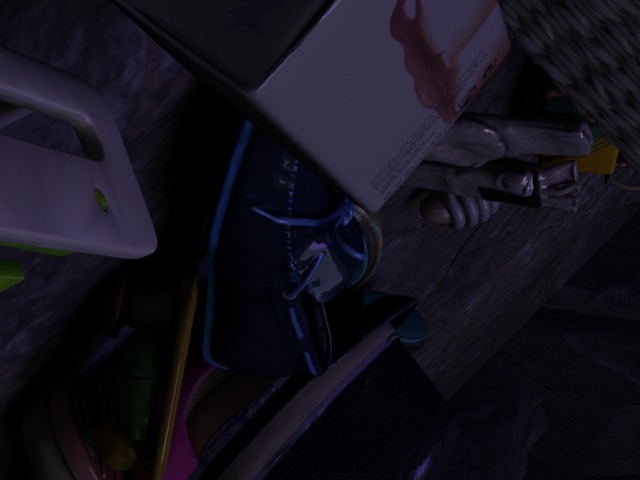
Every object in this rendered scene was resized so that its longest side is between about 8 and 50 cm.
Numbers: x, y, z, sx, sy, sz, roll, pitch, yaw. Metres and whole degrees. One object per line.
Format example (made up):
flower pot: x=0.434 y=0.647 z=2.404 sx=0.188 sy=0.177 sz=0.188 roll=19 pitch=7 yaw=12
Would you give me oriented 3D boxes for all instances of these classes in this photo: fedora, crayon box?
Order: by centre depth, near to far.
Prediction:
fedora: x=0.013 y=0.210 z=1.480 sx=0.334 sy=0.152 sz=0.334 roll=-45 pitch=170 yaw=-10
crayon box: x=0.252 y=-0.185 z=1.540 sx=0.318 sy=0.081 sz=0.202 roll=65 pitch=28 yaw=-75

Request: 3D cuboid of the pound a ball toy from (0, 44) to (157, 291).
pound a ball toy: x=-0.228 y=-0.021 z=0.668 sx=0.208 sy=0.136 sz=0.319 roll=-25 pitch=171 yaw=12

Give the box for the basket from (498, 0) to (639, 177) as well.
basket: x=0.330 y=-0.245 z=1.236 sx=0.331 sy=0.328 sz=0.266 roll=-46 pitch=-173 yaw=-15

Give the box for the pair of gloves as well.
pair of gloves: x=0.153 y=-0.074 z=1.534 sx=0.240 sy=0.204 sz=0.042 roll=66 pitch=31 yaw=-75

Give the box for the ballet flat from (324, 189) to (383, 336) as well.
ballet flat: x=0.000 y=0.000 z=1.451 sx=0.123 sy=0.123 sz=0.348 roll=-44 pitch=165 yaw=-21

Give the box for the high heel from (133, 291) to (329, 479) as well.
high heel: x=-0.076 y=0.137 z=1.365 sx=0.244 sy=0.117 sz=0.082 roll=-67 pitch=157 yaw=-48

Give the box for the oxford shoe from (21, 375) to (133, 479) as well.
oxford shoe: x=-0.219 y=0.255 z=1.385 sx=0.146 sy=0.140 sz=0.397 roll=-11 pitch=142 yaw=-4

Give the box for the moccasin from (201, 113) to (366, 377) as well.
moccasin: x=-0.018 y=-0.011 z=1.224 sx=0.342 sy=0.116 sz=0.138 roll=98 pitch=6 yaw=-59

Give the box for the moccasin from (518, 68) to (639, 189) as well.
moccasin: x=0.328 y=-0.139 z=1.824 sx=0.380 sy=0.139 sz=0.147 roll=159 pitch=-65 yaw=-68

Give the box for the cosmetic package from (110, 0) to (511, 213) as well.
cosmetic package: x=-0.013 y=-0.124 z=0.760 sx=0.129 sy=0.153 sz=0.296 roll=-50 pitch=168 yaw=1

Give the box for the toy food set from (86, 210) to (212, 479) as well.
toy food set: x=-0.138 y=0.084 z=1.245 sx=0.128 sy=0.071 sz=0.218 roll=130 pitch=-30 yaw=-82

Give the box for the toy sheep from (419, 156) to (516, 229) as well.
toy sheep: x=0.171 y=-0.060 z=1.844 sx=0.132 sy=0.091 sz=0.091 roll=-27 pitch=162 yaw=-9

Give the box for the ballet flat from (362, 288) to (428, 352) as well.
ballet flat: x=0.034 y=0.107 z=1.887 sx=0.096 sy=0.095 sz=0.280 roll=-42 pitch=158 yaw=15

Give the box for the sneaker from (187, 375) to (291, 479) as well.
sneaker: x=-0.126 y=0.241 z=1.762 sx=0.297 sy=0.111 sz=0.129 roll=-48 pitch=-177 yaw=12
